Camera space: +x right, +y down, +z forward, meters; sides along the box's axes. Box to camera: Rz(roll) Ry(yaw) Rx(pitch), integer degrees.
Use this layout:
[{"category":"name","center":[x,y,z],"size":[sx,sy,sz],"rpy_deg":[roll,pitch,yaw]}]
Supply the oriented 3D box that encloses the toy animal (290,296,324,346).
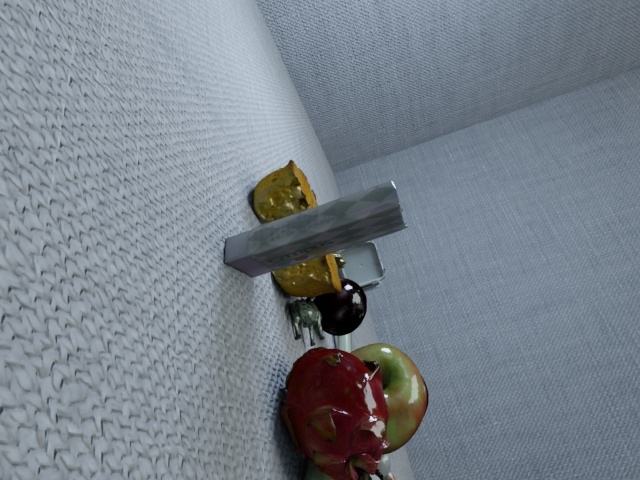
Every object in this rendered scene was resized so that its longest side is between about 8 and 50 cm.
[{"category":"toy animal","center":[-0.045,0.226,1.400],"size":[0.217,0.073,0.176],"rpy_deg":[49,19,-57]}]

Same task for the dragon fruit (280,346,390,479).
[{"category":"dragon fruit","center":[0.036,0.368,1.028],"size":[0.315,0.250,0.250],"rpy_deg":[-81,153,-52]}]

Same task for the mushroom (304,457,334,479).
[{"category":"mushroom","center":[0.003,0.532,1.064],"size":[0.312,0.081,0.100],"rpy_deg":[-77,145,-65]}]

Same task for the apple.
[{"category":"apple","center":[0.177,0.505,1.441],"size":[0.277,0.319,0.319],"rpy_deg":[91,-9,-50]}]

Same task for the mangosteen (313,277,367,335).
[{"category":"mangosteen","center":[0.051,0.224,1.651],"size":[0.250,0.211,0.211],"rpy_deg":[37,-19,43]}]

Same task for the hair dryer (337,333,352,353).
[{"category":"hair dryer","center":[0.099,0.379,1.870],"size":[0.203,0.128,0.362],"rpy_deg":[62,21,-46]}]

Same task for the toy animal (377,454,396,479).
[{"category":"toy animal","center":[0.187,0.745,1.582],"size":[0.282,0.140,0.138],"rpy_deg":[67,18,-10]}]

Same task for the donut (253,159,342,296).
[{"category":"donut","center":[-0.071,-0.017,1.437],"size":[0.377,0.163,0.435],"rpy_deg":[27,44,-79]}]

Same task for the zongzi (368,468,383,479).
[{"category":"zongzi","center":[0.133,0.768,1.292],"size":[0.317,0.154,0.289],"rpy_deg":[104,-31,-69]}]

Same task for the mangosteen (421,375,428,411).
[{"category":"mangosteen","center":[0.293,0.671,1.892],"size":[0.306,0.306,0.360],"rpy_deg":[-88,179,-65]}]

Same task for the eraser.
[{"category":"eraser","center":[-0.005,-0.017,1.046],"size":[0.213,0.396,0.082],"rpy_deg":[46,27,-69]}]

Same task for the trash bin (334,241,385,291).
[{"category":"trash bin","center":[0.159,0.103,2.102],"size":[0.368,0.255,0.296],"rpy_deg":[110,-36,-84]}]

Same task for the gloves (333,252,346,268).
[{"category":"gloves","center":[-0.015,0.005,1.777],"size":[0.331,0.141,0.154],"rpy_deg":[64,-3,-34]}]
